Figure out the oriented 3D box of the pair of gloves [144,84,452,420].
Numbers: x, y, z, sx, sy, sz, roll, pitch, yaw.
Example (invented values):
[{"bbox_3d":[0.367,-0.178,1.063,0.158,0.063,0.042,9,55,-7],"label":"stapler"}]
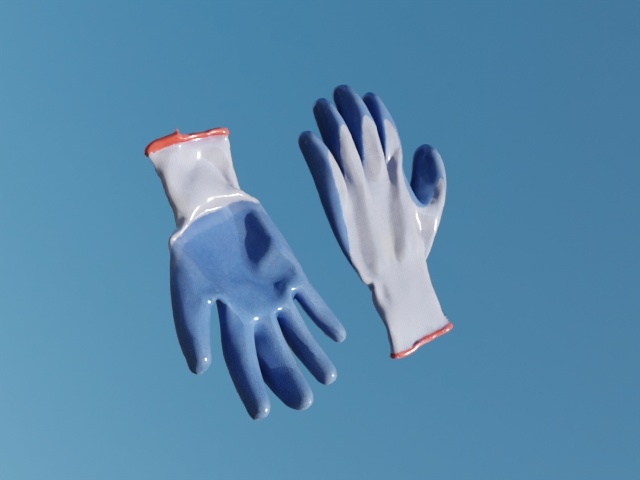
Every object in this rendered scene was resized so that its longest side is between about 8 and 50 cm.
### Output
[{"bbox_3d":[0.000,0.000,0.662,0.023,0.198,0.159,-20,-90,56],"label":"pair of gloves"}]
